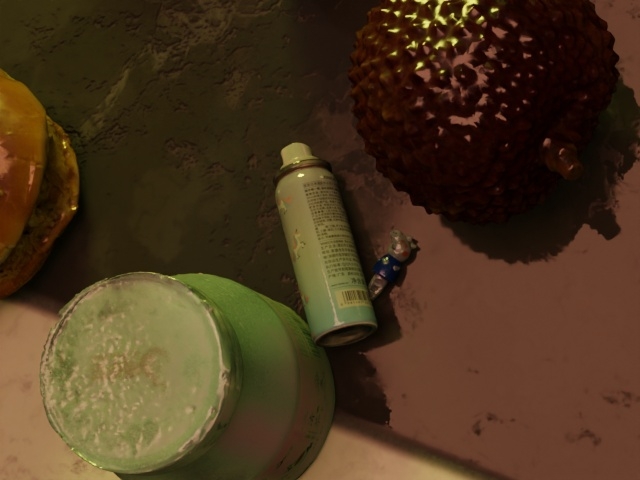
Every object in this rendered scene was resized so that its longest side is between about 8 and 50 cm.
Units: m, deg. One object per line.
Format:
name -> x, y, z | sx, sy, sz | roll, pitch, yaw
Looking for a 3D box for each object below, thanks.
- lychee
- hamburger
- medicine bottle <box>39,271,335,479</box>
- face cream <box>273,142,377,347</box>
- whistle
lychee -> 0.164, -0.156, 1.451 | 0.276, 0.276, 0.304 | -46, 58, 5
hamburger -> -0.451, -0.076, 1.687 | 0.314, 0.170, 0.289 | 21, 80, 22
medicine bottle -> -0.139, 0.151, 1.472 | 0.245, 0.290, 0.245 | -4, 78, 17
face cream -> 0.000, 0.000, 1.565 | 0.075, 0.075, 0.229 | -20, 68, 14
whistle -> 0.073, 0.028, 1.564 | 0.033, 0.029, 0.083 | 32, 87, -4
